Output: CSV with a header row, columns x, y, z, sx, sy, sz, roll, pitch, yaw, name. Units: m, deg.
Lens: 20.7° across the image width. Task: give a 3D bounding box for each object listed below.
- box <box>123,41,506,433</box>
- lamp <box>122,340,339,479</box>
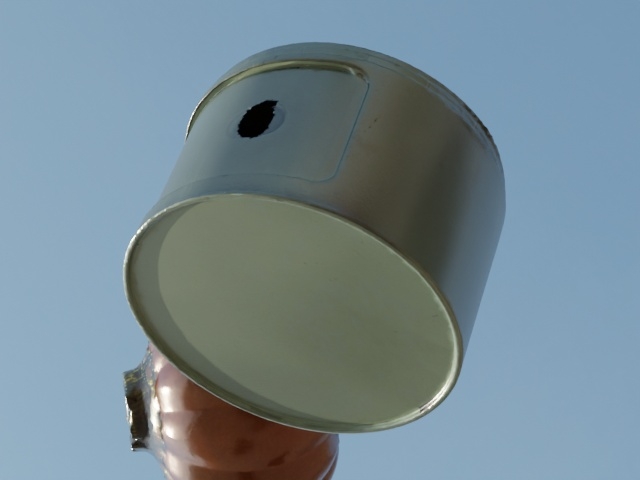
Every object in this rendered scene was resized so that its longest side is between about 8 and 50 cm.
x,y,z,sx,sy,sz,roll,pitch,yaw,name
0.000,0.000,1.156,0.226,0.149,0.226,12,-41,10,box
-0.066,0.131,1.461,0.196,0.223,0.223,-7,-65,-5,lamp
